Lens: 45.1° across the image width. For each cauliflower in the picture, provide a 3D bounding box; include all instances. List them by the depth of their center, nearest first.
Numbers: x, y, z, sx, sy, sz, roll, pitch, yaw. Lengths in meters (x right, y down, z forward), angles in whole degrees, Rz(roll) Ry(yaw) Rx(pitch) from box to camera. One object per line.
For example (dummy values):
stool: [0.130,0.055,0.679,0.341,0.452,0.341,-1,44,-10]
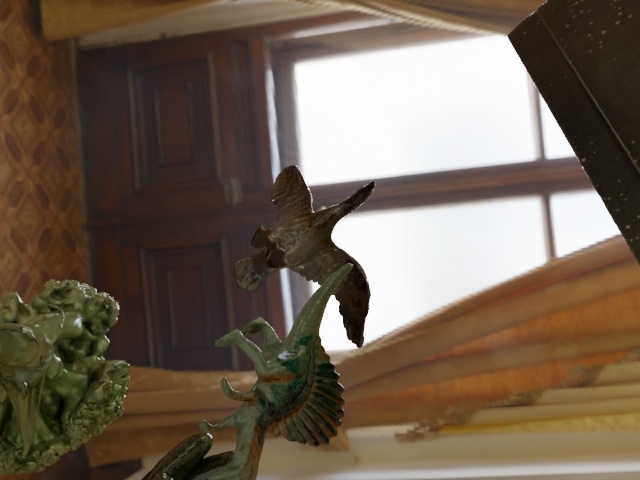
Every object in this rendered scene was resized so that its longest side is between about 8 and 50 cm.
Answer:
cauliflower: [-0.414,0.166,1.060,0.327,0.260,0.281,-53,156,-37]

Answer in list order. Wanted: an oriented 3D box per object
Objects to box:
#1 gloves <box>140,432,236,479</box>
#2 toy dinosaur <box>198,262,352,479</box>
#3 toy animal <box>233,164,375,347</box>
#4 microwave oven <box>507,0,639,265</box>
gloves: [-0.137,0.293,0.649,0.135,0.107,0.268,73,31,-54]
toy dinosaur: [-0.019,0.100,0.564,0.187,0.044,0.106,-28,84,-38]
toy animal: [-0.008,0.001,0.955,0.160,0.197,0.272,-20,72,-41]
microwave oven: [0.357,-0.030,0.394,0.236,0.374,0.432,23,40,-40]
